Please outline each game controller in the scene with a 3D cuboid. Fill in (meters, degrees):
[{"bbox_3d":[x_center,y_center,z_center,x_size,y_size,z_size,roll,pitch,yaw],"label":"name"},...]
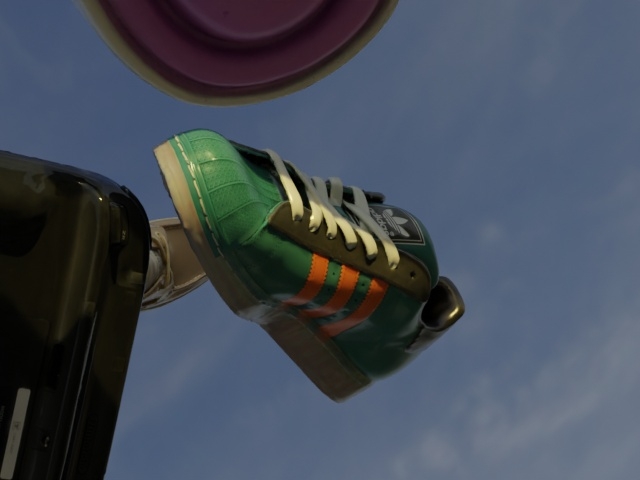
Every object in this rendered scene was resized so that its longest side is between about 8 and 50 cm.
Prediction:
[{"bbox_3d":[-0.197,0.108,0.986,0.166,0.067,0.319,12,-91,-29],"label":"game controller"}]

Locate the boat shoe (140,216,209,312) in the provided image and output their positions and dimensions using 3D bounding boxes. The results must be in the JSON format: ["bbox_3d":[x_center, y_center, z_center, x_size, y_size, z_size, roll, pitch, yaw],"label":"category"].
[{"bbox_3d":[-0.129,0.021,1.150,0.170,0.059,0.063,-18,-86,-33],"label":"boat shoe"}]

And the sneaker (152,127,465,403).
[{"bbox_3d":[0.000,0.000,1.079,0.121,0.108,0.302,-30,-33,8],"label":"sneaker"}]

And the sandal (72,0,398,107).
[{"bbox_3d":[-0.062,-0.165,0.472,0.169,0.102,0.416,-37,-38,5],"label":"sandal"}]
